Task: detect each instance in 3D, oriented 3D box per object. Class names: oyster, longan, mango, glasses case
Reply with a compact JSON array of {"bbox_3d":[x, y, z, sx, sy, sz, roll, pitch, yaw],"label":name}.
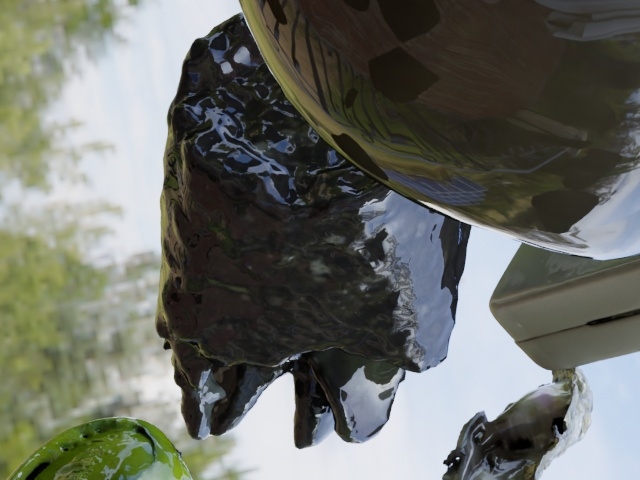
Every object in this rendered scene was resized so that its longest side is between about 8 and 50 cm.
[{"bbox_3d":[0.151,0.134,1.235,0.106,0.200,0.061,-6,-69,47],"label":"oyster"},{"bbox_3d":[0.061,-0.096,0.486,0.198,0.198,0.212,-114,-169,-46],"label":"longan"},{"bbox_3d":[-0.124,0.150,0.847,0.091,0.165,0.074,10,-46,43],"label":"mango"},{"bbox_3d":[0.247,-0.006,1.160,0.070,0.131,0.313,46,-34,-17],"label":"glasses case"}]

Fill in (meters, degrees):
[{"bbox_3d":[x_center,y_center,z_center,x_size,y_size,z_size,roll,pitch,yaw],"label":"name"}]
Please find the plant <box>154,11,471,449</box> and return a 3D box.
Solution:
[{"bbox_3d":[0.000,0.000,1.105,0.276,0.188,0.199,94,4,-52],"label":"plant"}]
